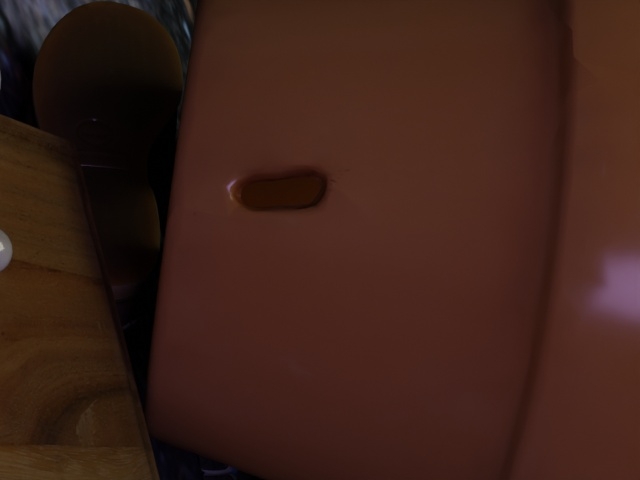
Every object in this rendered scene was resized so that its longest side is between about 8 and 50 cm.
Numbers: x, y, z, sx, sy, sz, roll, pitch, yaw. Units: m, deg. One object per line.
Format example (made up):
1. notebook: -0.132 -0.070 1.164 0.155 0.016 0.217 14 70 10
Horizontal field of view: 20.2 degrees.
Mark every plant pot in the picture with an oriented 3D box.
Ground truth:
1. plant pot: 0.034 -0.003 0.788 0.291 0.204 0.290 -172 -90 -85

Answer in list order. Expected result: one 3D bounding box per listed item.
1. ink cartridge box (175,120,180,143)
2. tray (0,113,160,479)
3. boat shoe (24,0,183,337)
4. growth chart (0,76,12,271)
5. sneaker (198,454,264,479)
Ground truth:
1. ink cartridge box: 0.000 0.000 1.020 0.139 0.082 0.191 64 -11 -26
2. tray: -0.163 0.039 0.530 0.411 0.076 0.202 23 50 -72
3. boat shoe: -0.108 -0.028 0.842 0.207 0.073 0.073 -88 -168 -46
4. growth chart: -0.142 -0.096 0.548 0.172 0.021 0.237 16 62 -72
5. sneaker: -0.028 0.092 0.978 0.073 0.063 0.162 57 21 -54
